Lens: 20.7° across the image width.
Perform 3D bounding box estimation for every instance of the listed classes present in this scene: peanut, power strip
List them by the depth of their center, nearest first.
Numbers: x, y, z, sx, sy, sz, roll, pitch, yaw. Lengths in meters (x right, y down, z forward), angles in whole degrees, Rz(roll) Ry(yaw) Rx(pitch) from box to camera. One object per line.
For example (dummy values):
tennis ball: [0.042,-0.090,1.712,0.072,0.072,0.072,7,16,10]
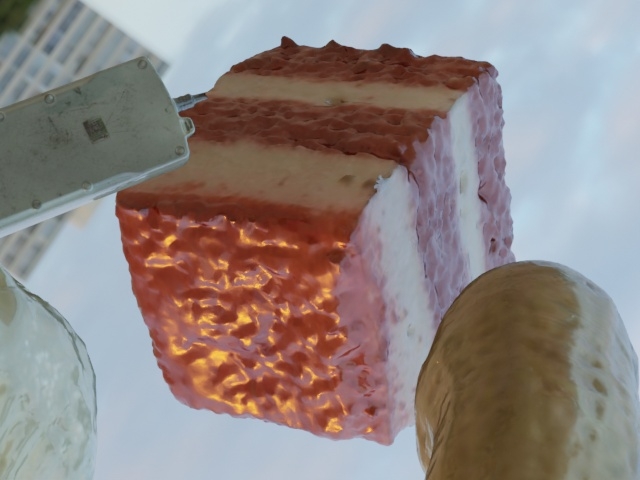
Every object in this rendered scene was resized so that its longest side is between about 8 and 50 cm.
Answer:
peanut: [0.110,0.113,0.931,0.137,0.122,0.253,-56,-167,31]
power strip: [-0.181,-0.057,1.169,0.227,0.080,0.029,-22,171,-12]

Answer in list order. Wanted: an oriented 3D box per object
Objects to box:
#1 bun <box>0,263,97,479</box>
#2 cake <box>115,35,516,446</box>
bun: [-0.278,0.128,0.848,0.349,0.352,0.227,-47,-139,-3]
cake: [0.000,0.000,1.593,0.269,0.270,0.319,6,-148,27]
